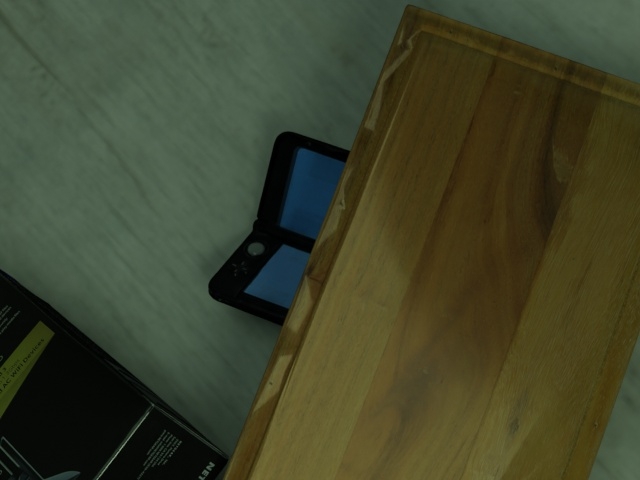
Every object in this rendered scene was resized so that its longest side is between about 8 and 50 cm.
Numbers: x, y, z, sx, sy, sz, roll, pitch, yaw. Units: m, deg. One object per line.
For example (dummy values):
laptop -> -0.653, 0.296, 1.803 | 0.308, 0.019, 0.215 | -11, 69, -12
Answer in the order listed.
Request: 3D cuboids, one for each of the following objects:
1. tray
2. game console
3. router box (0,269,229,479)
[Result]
tray -> 0.076, 0.080, 1.125 | 0.203, 0.076, 0.410 | 20, 77, 5
game console -> 0.000, 0.000, 1.204 | 0.122, 0.071, 0.107 | 20, 47, 23
router box -> -0.234, 0.189, 1.164 | 0.309, 0.081, 0.243 | -52, 41, -4
